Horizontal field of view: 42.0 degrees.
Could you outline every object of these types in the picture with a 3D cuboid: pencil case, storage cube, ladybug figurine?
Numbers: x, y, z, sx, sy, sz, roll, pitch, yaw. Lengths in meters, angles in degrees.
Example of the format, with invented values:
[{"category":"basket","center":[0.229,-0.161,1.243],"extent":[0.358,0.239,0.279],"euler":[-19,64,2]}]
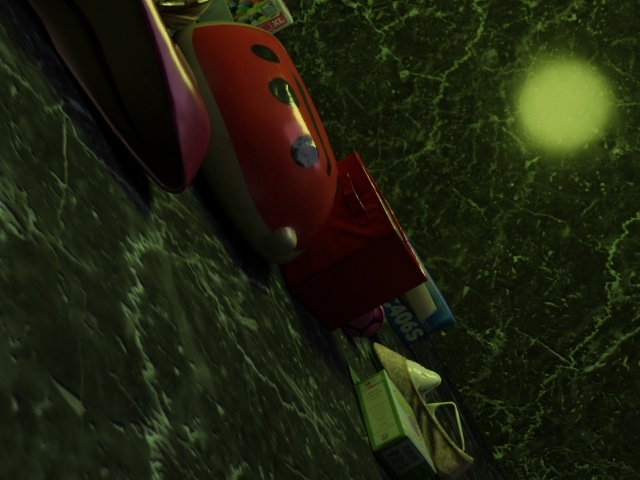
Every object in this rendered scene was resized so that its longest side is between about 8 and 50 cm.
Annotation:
[{"category":"pencil case","center":[0.081,0.091,1.639],"extent":[0.209,0.095,0.098],"euler":[-91,-164,-55]},{"category":"storage cube","center":[0.036,0.004,1.393],"extent":[0.215,0.193,0.183],"euler":[49,14,-54]},{"category":"ladybug figurine","center":[-0.089,-0.164,1.239],"extent":[0.305,0.162,0.449],"euler":[47,18,-54]}]

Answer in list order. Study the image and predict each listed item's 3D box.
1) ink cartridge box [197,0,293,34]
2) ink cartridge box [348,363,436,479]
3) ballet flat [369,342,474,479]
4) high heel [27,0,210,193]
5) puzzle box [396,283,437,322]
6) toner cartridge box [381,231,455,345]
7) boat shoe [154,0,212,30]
[{"category":"ink cartridge box","center":[-0.203,-0.549,1.870],"extent":[0.311,0.186,0.065],"euler":[47,18,-59]},{"category":"ink cartridge box","center":[0.112,0.286,1.353],"extent":[0.109,0.062,0.209],"euler":[56,9,-31]},{"category":"ballet flat","center":[0.213,0.332,1.690],"extent":[0.315,0.106,0.107],"euler":[63,8,14]},{"category":"high heel","center":[-0.220,-0.218,0.802],"extent":[0.377,0.127,0.181],"euler":[49,19,-39]},{"category":"puzzle box","center":[0.095,-0.012,1.917],"extent":[0.409,0.052,0.272],"euler":[46,-8,44]},{"category":"toner cartridge box","center":[0.237,0.142,2.334],"extent":[0.347,0.165,0.075],"euler":[54,10,-39]},{"category":"boat shoe","center":[-0.229,-0.348,1.070],"extent":[0.121,0.110,0.341],"euler":[59,21,-2]}]
